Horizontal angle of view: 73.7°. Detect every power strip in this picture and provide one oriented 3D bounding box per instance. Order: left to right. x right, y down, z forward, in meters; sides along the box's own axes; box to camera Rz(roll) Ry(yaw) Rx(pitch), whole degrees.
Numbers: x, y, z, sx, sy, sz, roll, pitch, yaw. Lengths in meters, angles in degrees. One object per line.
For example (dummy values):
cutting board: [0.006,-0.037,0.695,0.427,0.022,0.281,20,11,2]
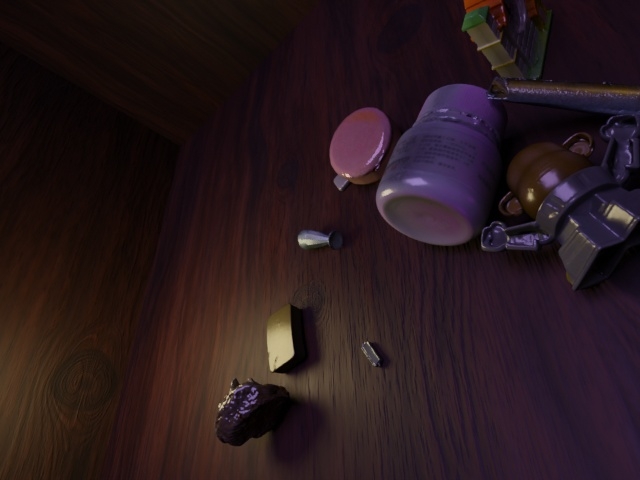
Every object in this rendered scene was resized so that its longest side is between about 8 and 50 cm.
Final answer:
power strip: [0.132,0.291,1.090,0.027,0.017,0.083,-53,36,11]

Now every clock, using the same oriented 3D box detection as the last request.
clock: [0.461,-0.549,1.062,0.106,0.255,0.219,-3,65,50]

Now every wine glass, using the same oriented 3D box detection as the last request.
wine glass: [0.000,0.000,1.408,0.155,0.073,0.073,4,70,48]

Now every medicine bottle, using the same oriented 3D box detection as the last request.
medicine bottle: [0.295,-0.178,1.010,0.256,0.256,0.324,-3,57,50]

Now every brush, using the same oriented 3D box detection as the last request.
brush: [-0.109,0.306,1.337,0.123,0.059,0.197,-41,39,30]

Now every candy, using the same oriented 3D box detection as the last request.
candy: [0.145,-0.298,1.375,0.255,0.094,0.255,-13,69,37]

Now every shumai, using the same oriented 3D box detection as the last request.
shumai: [-0.216,0.461,1.251,0.218,0.184,0.185,-63,35,20]

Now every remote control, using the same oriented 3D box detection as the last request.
remote control: [0.143,-0.279,1.459,0.261,0.029,0.067,-48,45,19]

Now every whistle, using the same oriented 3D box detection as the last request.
whistle: [0.516,-0.300,0.885,0.326,0.057,0.068,16,56,26]

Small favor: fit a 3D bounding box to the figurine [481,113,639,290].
figurine: [0.472,-0.081,0.810,0.343,0.167,0.285,-33,49,3]
